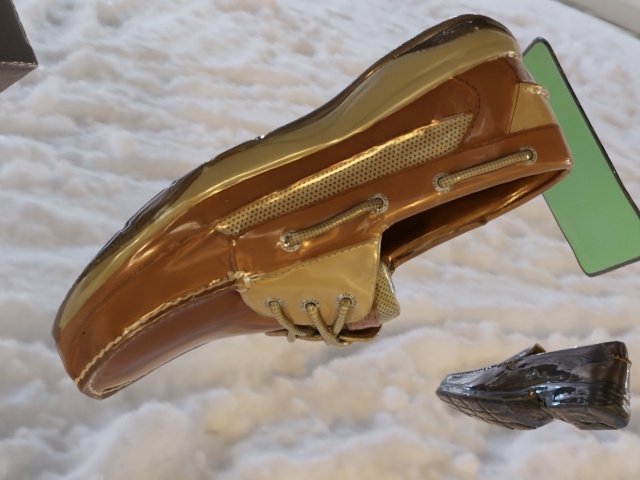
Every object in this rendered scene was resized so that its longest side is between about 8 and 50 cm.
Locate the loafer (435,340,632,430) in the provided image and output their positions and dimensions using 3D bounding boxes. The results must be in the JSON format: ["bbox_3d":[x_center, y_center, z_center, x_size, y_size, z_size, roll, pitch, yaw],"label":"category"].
[{"bbox_3d":[0.168,0.111,0.870,0.170,0.061,0.062,-4,-33,41],"label":"loafer"}]

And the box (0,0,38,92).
[{"bbox_3d":[-0.350,-0.161,0.882,0.108,0.207,0.153,-15,80,-58],"label":"box"}]

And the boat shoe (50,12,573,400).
[{"bbox_3d":[0.000,0.000,0.638,0.120,0.324,0.122,56,1,16],"label":"boat shoe"}]

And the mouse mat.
[{"bbox_3d":[0.200,-0.062,0.901,0.189,0.007,0.152,62,-10,5],"label":"mouse mat"}]
